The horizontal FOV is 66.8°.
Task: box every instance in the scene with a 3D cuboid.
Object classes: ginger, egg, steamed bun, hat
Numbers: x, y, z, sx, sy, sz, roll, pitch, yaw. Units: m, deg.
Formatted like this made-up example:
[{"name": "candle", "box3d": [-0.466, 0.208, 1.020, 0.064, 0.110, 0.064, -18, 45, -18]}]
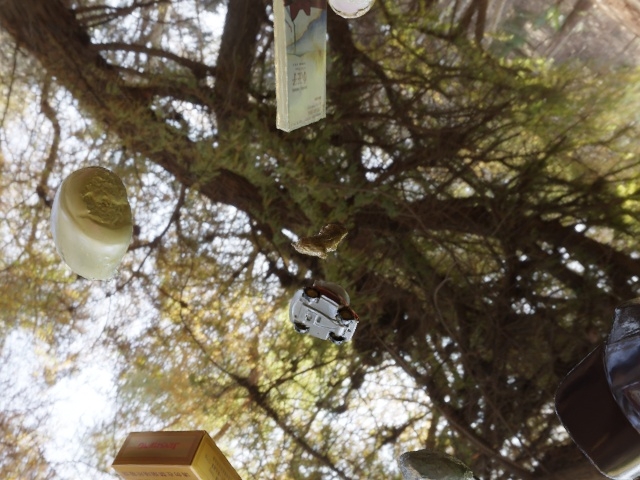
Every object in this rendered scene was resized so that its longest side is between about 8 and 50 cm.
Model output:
[{"name": "ginger", "box3d": [0.004, 0.004, 0.966, 0.137, 0.044, 0.057, -23, -80, -50]}, {"name": "egg", "box3d": [0.046, -0.378, 0.713, 0.080, 0.080, 0.096, 19, -115, -25]}, {"name": "steamed bun", "box3d": [-0.593, -0.037, 1.228, 0.166, 0.232, 0.272, 4, -123, -43]}, {"name": "hat", "box3d": [0.534, 0.210, 0.714, 0.336, 0.209, 0.238, -38, -104, -12]}]

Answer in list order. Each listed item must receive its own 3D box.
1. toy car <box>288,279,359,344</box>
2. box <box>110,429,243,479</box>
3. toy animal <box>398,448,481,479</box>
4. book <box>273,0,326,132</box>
[{"name": "toy car", "box3d": [0.017, 0.137, 0.999, 0.139, 0.112, 0.112, 24, -145, 9]}, {"name": "box", "box3d": [-0.243, 0.473, 0.926, 0.076, 0.174, 0.274, -70, -35, -51]}, {"name": "toy animal", "box3d": [0.244, 0.433, 0.867, 0.253, 0.079, 0.070, 30, -166, -13]}, {"name": "book", "box3d": [-0.032, -0.354, 0.863, 0.026, 0.289, 0.201, 7, -156, 19]}]
